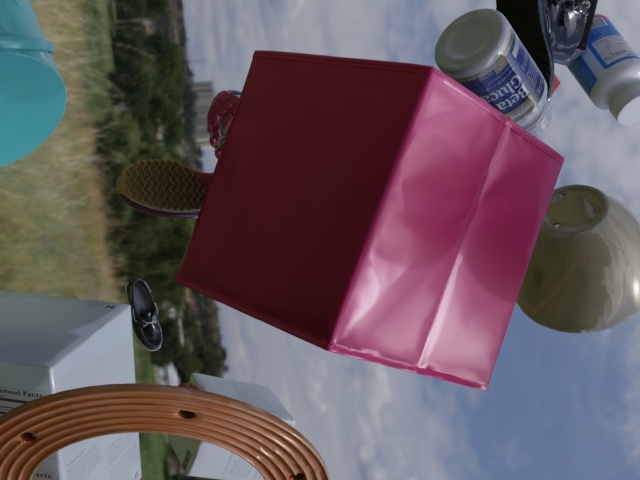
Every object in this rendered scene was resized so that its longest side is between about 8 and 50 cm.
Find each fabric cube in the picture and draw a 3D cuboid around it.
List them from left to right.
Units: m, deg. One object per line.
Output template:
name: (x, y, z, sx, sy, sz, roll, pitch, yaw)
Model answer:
fabric cube: (0.053, -0.021, 0.882, 0.254, 0.259, 0.258, 16, -93, 46)

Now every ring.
ring: (-0.158, 0.231, 0.803, 0.032, 0.336, 0.337, -94, -174, -45)

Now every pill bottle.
pill bottle: (0.216, -0.191, 1.033, 0.169, 0.094, 0.094, 39, 25, -43)
pill bottle: (0.584, -0.343, 1.733, 0.124, 0.124, 0.222, 99, -27, -56)

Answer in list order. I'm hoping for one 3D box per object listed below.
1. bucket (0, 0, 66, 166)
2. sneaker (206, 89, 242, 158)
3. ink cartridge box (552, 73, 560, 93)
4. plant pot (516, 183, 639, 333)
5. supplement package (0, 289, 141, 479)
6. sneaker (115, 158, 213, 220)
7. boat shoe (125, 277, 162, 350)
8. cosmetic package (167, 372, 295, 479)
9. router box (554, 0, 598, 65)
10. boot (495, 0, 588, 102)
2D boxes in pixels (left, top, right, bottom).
bucket: (-0.503, -0.236, 1.197, 0.183, 0.281, 0.281, 56, -21, 22)
sneaker: (-0.052, -0.135, 1.292, 0.121, 0.299, 0.112, -29, -133, 30)
ink cartridge box: (0.294, -0.230, 1.437, 0.127, 0.175, 0.072, 36, 1, 43)
plant pot: (0.488, 0.005, 1.623, 0.284, 0.284, 0.191, -110, 177, -49)
supplement package: (-0.364, 0.226, 1.081, 0.199, 0.198, 0.263, -49, 142, -68)
sneaker: (-0.147, -0.047, 1.001, 0.084, 0.185, 0.070, 131, -41, -60)
boat shoe: (-0.293, 0.123, 1.433, 0.038, 0.046, 0.125, -28, -104, 60)
cosmetic package: (-0.178, 0.373, 1.695, 0.151, 0.183, 0.151, 37, -73, 59)
router box: (0.498, -0.443, 1.664, 0.133, 0.046, 0.179, 14, 90, -89)
boot: (0.348, -0.296, 1.331, 0.094, 0.207, 0.247, -2, -88, 37)
